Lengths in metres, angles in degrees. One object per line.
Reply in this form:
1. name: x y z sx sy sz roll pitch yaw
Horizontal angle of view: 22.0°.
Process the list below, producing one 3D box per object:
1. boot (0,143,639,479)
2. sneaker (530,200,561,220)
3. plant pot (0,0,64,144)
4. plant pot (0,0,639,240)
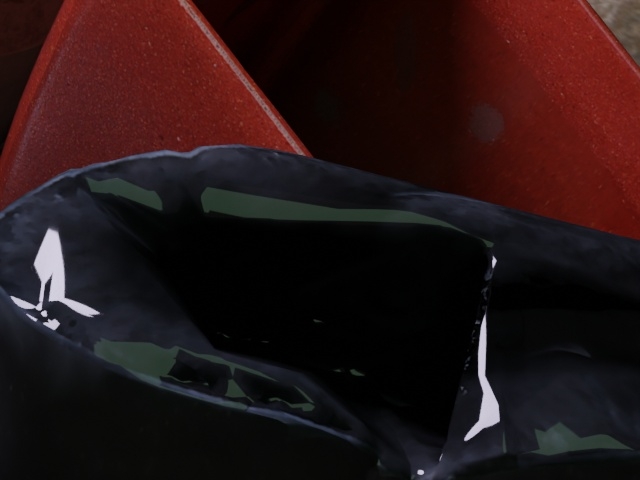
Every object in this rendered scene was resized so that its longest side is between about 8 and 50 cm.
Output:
1. boot: -0.105 0.160 0.555 0.367 0.445 0.146 -1 51 -19
2. sneaker: 0.161 -0.025 1.016 0.208 0.127 0.319 22 5 42
3. plant pot: -0.235 -0.147 0.922 0.263 0.229 0.263 9 48 -10
4. plant pot: 0.000 0.000 0.757 0.267 0.236 0.267 53 37 4
